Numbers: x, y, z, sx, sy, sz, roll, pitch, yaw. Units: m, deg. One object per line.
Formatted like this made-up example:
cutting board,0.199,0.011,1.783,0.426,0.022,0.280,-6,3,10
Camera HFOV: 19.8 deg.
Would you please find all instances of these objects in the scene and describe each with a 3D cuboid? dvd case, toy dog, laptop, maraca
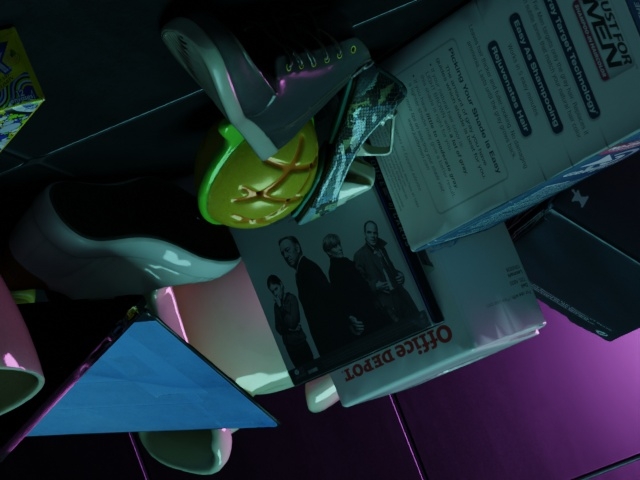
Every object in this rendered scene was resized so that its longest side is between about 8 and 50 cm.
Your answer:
dvd case,0.000,0.000,1.750,0.179,0.239,0.029,-26,173,35
toy dog,-0.055,0.085,2.098,0.408,0.285,0.395,-19,173,-31
laptop,-0.312,0.188,1.699,0.382,0.236,0.408,-6,-156,28
maraca,-0.054,-0.079,1.604,0.127,0.099,0.186,-34,157,-29

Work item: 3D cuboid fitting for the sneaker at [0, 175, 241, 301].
sneaker,-0.197,0.009,1.743,0.123,0.106,0.290,-42,153,24

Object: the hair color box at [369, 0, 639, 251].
hair color box,0.185,-0.130,1.580,0.105,0.174,0.347,-15,171,-37

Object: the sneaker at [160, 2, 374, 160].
sneaker,-0.036,-0.141,1.326,0.118,0.083,0.222,-40,165,0

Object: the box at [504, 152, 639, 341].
box,0.329,-0.078,1.828,0.296,0.182,0.294,-59,-179,-13

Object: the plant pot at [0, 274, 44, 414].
plant pot,-0.337,0.035,1.169,0.284,0.191,0.284,-15,167,-3

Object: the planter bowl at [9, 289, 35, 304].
planter bowl,-0.383,0.112,1.953,0.217,0.090,0.217,-27,167,-7

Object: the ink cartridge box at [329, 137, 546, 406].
ink cartridge box,0.071,0.001,1.808,0.117,0.278,0.201,-15,170,-45

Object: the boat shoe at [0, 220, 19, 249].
boat shoe,-0.302,0.008,1.745,0.049,0.042,0.133,1,144,-49

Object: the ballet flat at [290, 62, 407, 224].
ballet flat,0.029,-0.078,1.656,0.070,0.070,0.188,-16,146,-36

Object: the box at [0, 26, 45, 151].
box,-0.239,-0.080,1.201,0.059,0.054,0.169,-18,172,-29
